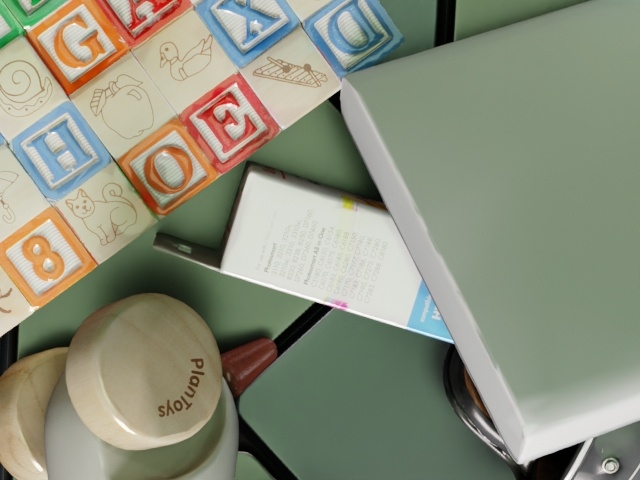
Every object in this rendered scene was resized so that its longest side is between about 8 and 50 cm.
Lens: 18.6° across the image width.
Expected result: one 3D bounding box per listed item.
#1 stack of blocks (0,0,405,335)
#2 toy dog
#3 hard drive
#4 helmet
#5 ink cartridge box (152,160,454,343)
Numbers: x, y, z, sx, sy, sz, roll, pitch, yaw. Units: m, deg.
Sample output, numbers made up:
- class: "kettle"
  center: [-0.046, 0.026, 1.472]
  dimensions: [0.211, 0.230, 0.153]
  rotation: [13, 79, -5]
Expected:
- class: "stack of blocks"
  center: [-0.123, -0.094, 1.107]
  dimensions: [0.297, 0.087, 0.171]
  rotation: [-36, 96, 0]
- class: "toy dog"
  center: [-0.066, 0.181, 1.105]
  dimensions: [0.161, 0.220, 0.333]
  rotation: [-13, 105, -34]
- class: "hard drive"
  center: [0.217, -0.041, 1.063]
  dimensions: [0.353, 0.047, 0.233]
  rotation: [-18, 62, -15]
- class: "helmet"
  center: [0.161, 0.085, 1.102]
  dimensions: [0.169, 0.169, 0.161]
  rotation: [-36, 78, 0]
- class: "ink cartridge box"
  center: [0.000, 0.000, 1.115]
  dimensions: [0.181, 0.104, 0.061]
  rotation: [17, 94, -5]
